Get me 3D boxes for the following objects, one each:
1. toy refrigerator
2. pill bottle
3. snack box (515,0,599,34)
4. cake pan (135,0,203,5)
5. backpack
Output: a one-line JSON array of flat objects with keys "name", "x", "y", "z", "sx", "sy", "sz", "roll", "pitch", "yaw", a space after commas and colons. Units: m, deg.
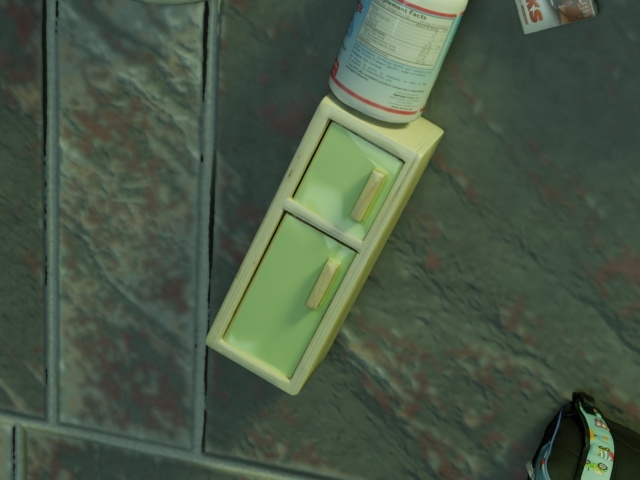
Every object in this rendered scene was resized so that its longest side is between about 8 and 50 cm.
[{"name": "toy refrigerator", "x": 0.000, "y": 0.000, "z": 1.416, "sx": 0.102, "sy": 0.094, "sz": 0.269, "roll": 31, "pitch": 115, "yaw": 6}, {"name": "pill bottle", "x": 0.072, "y": -0.187, "z": 1.327, "sx": 0.087, "sy": 0.087, "sz": 0.160, "roll": 26, "pitch": 115, "yaw": 8}, {"name": "snack box", "x": 0.177, "y": -0.264, "z": 1.299, "sx": 0.064, "sy": 0.022, "sz": 0.178, "roll": -12, "pitch": 105, "yaw": 23}, {"name": "cake pan", "x": -0.135, "y": -0.352, "z": 1.354, "sx": 0.293, "sy": 0.054, "sz": 0.293, "roll": 6, "pitch": 111, "yaw": 16}, {"name": "backpack", "x": 0.250, "y": 0.237, "z": 1.374, "sx": 0.158, "sy": 0.173, "sz": 0.117, "roll": 29, "pitch": 116, "yaw": 6}]
